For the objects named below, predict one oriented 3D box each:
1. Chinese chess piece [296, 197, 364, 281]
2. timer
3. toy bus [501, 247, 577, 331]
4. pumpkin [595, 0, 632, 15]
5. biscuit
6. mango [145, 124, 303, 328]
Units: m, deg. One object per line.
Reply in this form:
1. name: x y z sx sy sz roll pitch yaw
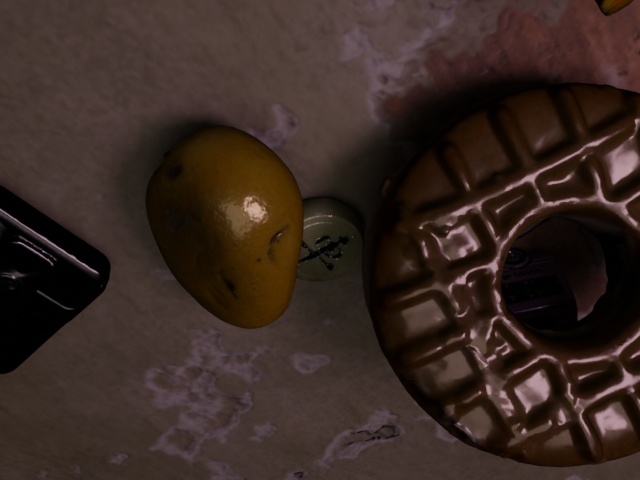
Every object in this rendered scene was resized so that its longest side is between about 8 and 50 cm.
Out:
1. Chinese chess piece: 0.000 0.000 0.670 0.084 0.034 0.084 -3 126 -5
2. timer: -0.305 0.048 0.660 0.187 0.055 0.144 -39 121 21
3. toy bus: 0.155 0.075 0.701 0.178 0.098 0.086 -11 127 3
4. pumpkin: 0.248 -0.301 0.448 0.312 0.148 0.169 -41 81 13
5. biscuit: 0.201 0.032 0.595 0.332 0.103 0.332 0 95 -1
6. mango: -0.076 -0.002 0.607 0.137 0.098 0.195 1 121 26
